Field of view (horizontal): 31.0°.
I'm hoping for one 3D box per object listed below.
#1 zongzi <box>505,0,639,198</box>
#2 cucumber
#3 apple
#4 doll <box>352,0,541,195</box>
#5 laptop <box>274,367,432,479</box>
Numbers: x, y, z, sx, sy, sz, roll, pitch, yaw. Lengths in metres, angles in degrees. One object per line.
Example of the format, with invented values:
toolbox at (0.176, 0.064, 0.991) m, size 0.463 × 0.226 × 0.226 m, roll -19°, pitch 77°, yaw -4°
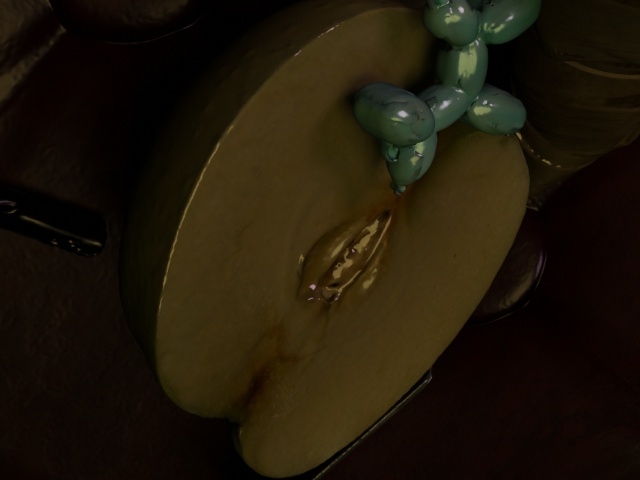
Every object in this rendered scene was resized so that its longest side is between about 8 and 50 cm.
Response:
zongzi at (0.312, -0.319, 1.025) m, size 0.218 × 0.467 × 0.500 m, roll 31°, pitch 72°, yaw 5°
cucumber at (-0.260, -0.026, 0.987) m, size 0.163 × 0.039 × 0.043 m, roll 20°, pitch 88°, yaw -31°
apple at (0.000, 0.000, 0.942) m, size 0.320 × 0.311 × 0.360 m, roll 39°, pitch 85°, yaw -4°
doll at (0.091, -0.113, 0.856) m, size 0.158 × 0.059 × 0.159 m, roll -13°, pitch 123°, yaw -40°
laptop at (0.012, 0.209, 1.155) m, size 0.269 × 0.187 × 0.015 m, roll -42°, pitch 88°, yaw 5°
